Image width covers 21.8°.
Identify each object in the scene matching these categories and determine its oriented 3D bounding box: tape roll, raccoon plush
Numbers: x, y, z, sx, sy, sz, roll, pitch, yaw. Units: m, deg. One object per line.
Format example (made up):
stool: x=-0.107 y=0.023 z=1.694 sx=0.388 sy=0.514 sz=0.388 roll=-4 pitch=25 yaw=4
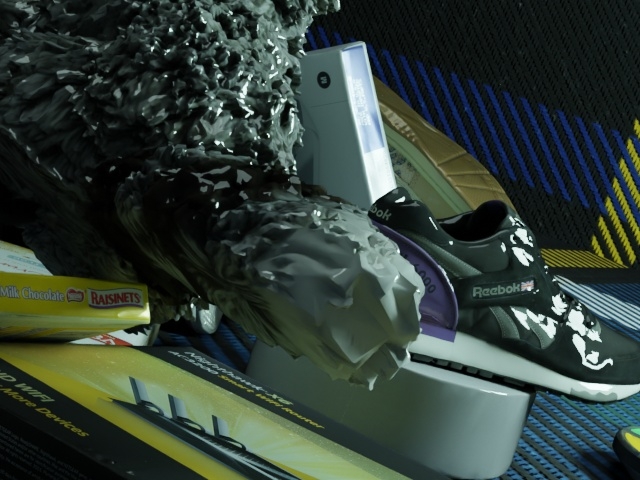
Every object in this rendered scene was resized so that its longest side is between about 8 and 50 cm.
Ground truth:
tape roll: x=0.054 y=0.108 z=1.283 sx=0.219 sy=0.072 sz=0.219 roll=18 pitch=8 yaw=-3
raccoon plush: x=-0.021 y=-0.090 z=0.951 sx=0.446 sy=0.299 sz=0.216 roll=30 pitch=-24 yaw=36

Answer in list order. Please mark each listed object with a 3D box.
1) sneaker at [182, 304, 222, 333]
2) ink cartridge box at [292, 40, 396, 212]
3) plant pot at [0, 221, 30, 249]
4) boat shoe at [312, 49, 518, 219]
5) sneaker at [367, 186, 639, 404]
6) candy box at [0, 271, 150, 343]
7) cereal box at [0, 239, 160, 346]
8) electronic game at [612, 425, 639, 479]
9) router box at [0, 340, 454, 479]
sneaker: x=-0.118 y=0.045 z=1.421 sx=0.070 sy=0.051 sz=0.134 roll=7 pitch=13 yaw=4
ink cartridge box: x=-0.035 y=-0.046 z=1.443 sx=0.224 sy=0.223 sz=0.045 roll=-7 pitch=9 yaw=40
plant pot: x=-0.159 y=-0.052 z=1.361 sx=0.188 sy=0.187 sz=0.167 roll=1 pitch=-1 yaw=9
boat shoe: x=0.078 y=-0.068 z=1.592 sx=0.285 sy=0.089 sz=0.104 roll=45 pitch=22 yaw=25
sneaker: x=0.149 y=0.040 z=1.257 sx=0.283 sy=0.124 sz=0.107 roll=15 pitch=9 yaw=-29
candy box: x=-0.199 y=0.048 z=0.889 sx=0.206 sy=0.027 sz=0.105 roll=-14 pitch=-15 yaw=39
cereal box: x=-0.204 y=0.050 z=1.151 sx=0.173 sy=0.047 sz=0.240 roll=17 pitch=8 yaw=-2
electronic game: x=0.356 y=0.209 z=1.399 sx=0.229 sy=0.048 sz=0.229 roll=18 pitch=7 yaw=-2
router box: x=-0.035 y=0.139 z=0.799 sx=0.309 sy=0.081 sz=0.243 roll=23 pitch=8 yaw=32
